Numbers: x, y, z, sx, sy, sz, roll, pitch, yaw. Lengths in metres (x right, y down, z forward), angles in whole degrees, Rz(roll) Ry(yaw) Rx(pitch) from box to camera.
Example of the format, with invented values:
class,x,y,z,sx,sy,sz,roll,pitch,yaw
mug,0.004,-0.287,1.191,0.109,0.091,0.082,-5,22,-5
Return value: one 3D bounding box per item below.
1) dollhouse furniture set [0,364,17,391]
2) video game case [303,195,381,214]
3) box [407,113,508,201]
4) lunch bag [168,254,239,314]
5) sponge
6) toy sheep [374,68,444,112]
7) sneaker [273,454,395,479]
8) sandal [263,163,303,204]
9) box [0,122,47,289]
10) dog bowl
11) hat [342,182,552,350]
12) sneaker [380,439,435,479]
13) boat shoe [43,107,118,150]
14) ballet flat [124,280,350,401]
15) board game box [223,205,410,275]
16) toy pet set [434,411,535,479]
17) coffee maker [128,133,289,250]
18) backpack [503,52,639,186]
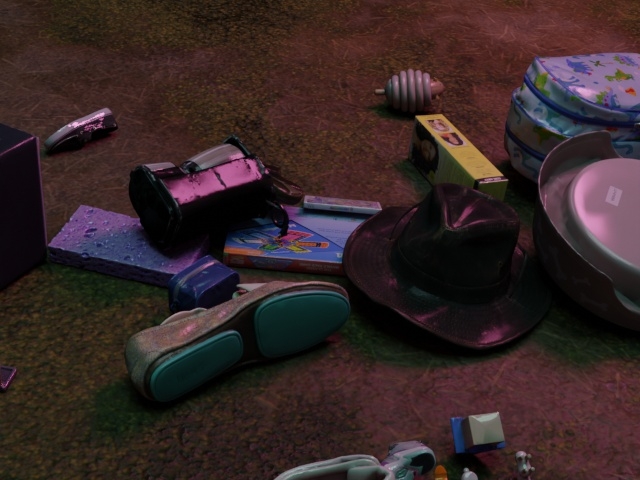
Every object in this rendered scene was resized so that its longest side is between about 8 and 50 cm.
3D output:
class,x,y,z,sx,sy,sz,roll,pitch,yaw
dollhouse furniture set,-0.439,0.147,1.262,0.114,0.081,0.091,9,34,5
video game case,0.034,-0.056,1.661,0.122,0.011,0.087,5,10,0
box,0.225,-0.121,1.750,0.058,0.087,0.232,-8,35,-22
lunch bag,-0.165,0.070,1.428,0.065,0.067,0.098,28,42,30
sponge,-0.278,0.009,1.532,0.210,0.031,0.117,12,35,10
toy sheep,0.168,-0.283,1.981,0.132,0.091,0.091,-8,34,5
sneaker,0.083,0.303,1.035,0.293,0.169,0.108,6,32,-2
sandal,-0.093,-0.086,1.666,0.090,0.060,0.219,11,15,-31
box,-0.605,-0.018,1.365,0.294,0.212,0.395,21,38,22
dog bowl,0.475,-0.011,1.549,0.349,0.102,0.348,7,46,-8
hat,0.201,0.002,1.493,0.331,0.134,0.331,13,34,-9
sneaker,0.082,0.262,1.214,0.098,0.038,0.069,-24,14,-6
boat shoe,-0.405,-0.183,1.784,0.142,0.049,0.040,-35,89,-38
ballet flat,-0.111,0.107,1.355,0.316,0.107,0.106,-17,33,-31
board game box,0.000,0.000,1.590,0.281,0.027,0.145,5,33,-1
toy pet set,0.183,0.262,1.226,0.122,0.065,0.114,-5,70,-10
coffee maker,-0.162,-0.060,1.520,0.178,0.120,0.171,-24,44,-38
backpack,0.487,-0.195,1.783,0.356,0.273,0.290,-12,43,-5
